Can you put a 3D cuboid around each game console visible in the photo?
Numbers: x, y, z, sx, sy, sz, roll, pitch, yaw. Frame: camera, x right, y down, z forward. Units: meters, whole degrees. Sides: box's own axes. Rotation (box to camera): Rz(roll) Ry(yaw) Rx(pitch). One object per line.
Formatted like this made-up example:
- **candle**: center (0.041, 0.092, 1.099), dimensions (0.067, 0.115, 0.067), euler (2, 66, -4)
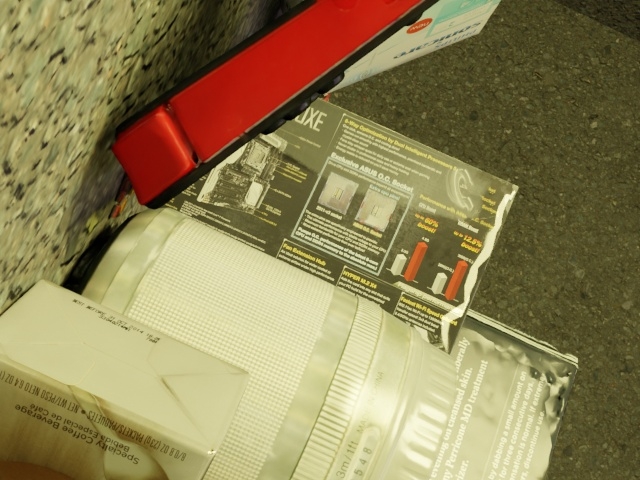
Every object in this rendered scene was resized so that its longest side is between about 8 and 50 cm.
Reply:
- **game console**: center (0.040, -0.160, 0.682), dimensions (0.342, 0.060, 0.386), euler (-30, -170, 15)

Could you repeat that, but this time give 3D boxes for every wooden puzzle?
- **wooden puzzle**: center (-0.132, -0.055, 0.703), dimensions (0.049, 0.006, 0.083), euler (-69, -176, -67)

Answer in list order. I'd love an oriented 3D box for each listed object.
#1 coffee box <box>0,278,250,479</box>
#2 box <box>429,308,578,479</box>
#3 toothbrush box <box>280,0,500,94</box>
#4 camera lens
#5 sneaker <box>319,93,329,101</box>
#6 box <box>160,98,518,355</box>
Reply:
- **coffee box**: center (-0.159, 0.168, 0.573), dimensions (0.098, 0.141, 0.246), euler (-70, -175, -69)
- **box**: center (-0.027, 0.233, 1.188), dimensions (0.297, 0.472, 0.480), euler (-65, -178, -26)
- **toothbrush box**: center (0.092, -0.295, 1.006), dimensions (0.216, 0.126, 0.295), euler (-24, 172, -14)
- **camera lens**: center (-0.065, 0.118, 0.713), dimensions (0.219, 0.274, 0.219), euler (-155, -90, -89)
- **sneaker**: center (-0.056, -0.159, 1.428), dimensions (0.135, 0.098, 0.276), euler (-61, 175, -82)
- **box**: center (0.000, 0.000, 0.918), dimensions (0.076, 0.308, 0.242), euler (105, 8, -75)
